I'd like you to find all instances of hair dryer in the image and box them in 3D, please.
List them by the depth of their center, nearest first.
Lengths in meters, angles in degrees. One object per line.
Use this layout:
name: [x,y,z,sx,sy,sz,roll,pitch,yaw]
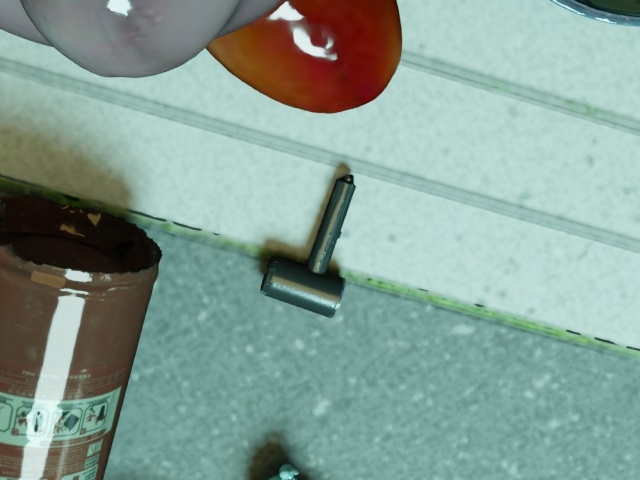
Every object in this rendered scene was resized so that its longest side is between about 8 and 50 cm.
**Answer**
hair dryer: [0.000,0.000,0.587,0.047,0.026,0.083,20,102,-8]

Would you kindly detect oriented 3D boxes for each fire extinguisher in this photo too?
fire extinguisher: [-0.180,0.154,0.563,0.106,0.147,0.337,15,105,-4]

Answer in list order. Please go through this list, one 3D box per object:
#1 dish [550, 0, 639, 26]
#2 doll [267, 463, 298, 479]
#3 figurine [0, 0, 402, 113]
dish: [0.167,-0.213,0.496,0.227,0.086,0.236,-5,106,-1]
doll: [-0.049,0.212,0.631,0.158,0.059,0.159,0,105,0]
figurine: [-0.086,-0.189,0.445,0.211,0.261,0.270,14,109,23]
